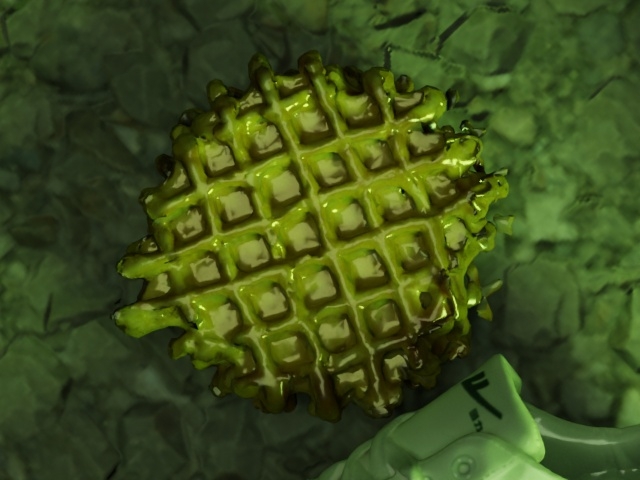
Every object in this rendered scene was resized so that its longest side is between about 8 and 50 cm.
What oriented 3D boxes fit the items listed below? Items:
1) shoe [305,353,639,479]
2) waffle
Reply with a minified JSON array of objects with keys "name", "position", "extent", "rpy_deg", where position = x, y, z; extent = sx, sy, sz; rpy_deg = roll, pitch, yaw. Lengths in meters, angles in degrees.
[{"name":"shoe","position":[0.050,0.142,0.933],"extent":[0.363,0.132,0.160],"rpy_deg":[-4,102,5]},{"name":"waffle","position":[0.000,0.000,0.991],"extent":[0.197,0.070,0.193],"rpy_deg":[14,89,6]}]
